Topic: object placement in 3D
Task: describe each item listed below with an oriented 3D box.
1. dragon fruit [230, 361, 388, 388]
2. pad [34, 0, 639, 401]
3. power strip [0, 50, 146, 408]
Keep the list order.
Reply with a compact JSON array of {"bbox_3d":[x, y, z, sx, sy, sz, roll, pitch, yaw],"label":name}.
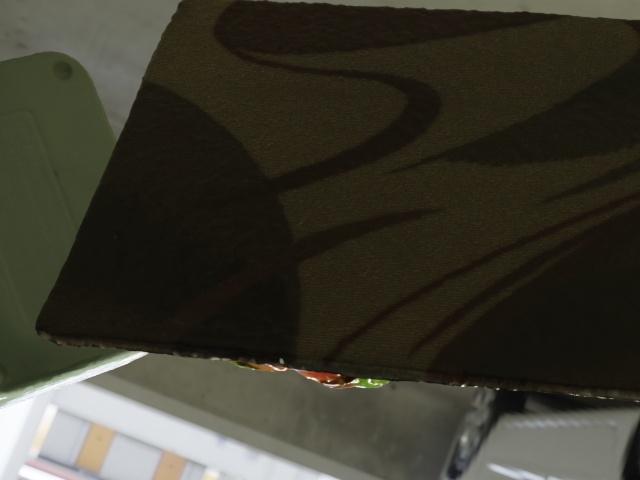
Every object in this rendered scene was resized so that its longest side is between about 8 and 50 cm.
[{"bbox_3d":[0.000,0.000,1.144,0.295,0.268,0.130,-6,175,13],"label":"dragon fruit"},{"bbox_3d":[0.075,-0.027,0.506,0.330,0.220,0.004,4,136,9],"label":"pad"},{"bbox_3d":[-0.246,0.001,0.869,0.261,0.229,0.141,-18,174,-29],"label":"power strip"}]
